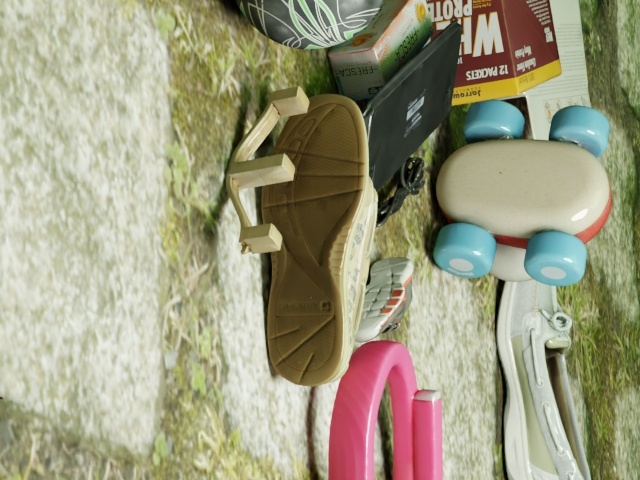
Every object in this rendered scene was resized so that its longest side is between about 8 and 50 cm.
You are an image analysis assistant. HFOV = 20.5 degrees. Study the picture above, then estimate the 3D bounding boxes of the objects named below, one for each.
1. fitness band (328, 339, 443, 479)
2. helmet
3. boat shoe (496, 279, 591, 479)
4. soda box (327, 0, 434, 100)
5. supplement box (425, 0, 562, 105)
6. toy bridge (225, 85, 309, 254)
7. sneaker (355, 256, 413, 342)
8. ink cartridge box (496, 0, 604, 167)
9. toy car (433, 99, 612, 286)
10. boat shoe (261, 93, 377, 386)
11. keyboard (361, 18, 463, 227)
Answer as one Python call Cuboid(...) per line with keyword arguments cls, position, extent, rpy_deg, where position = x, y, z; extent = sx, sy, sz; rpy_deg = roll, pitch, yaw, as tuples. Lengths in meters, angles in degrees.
Cuboid(cls="fitness band", position=(0.069, 0.248, 1.830), extent=(0.209, 0.054, 0.291), rpy_deg=(-15, 105, -66))
Cuboid(cls="helmet", position=(-0.013, -0.264, 1.693), extent=(0.169, 0.169, 0.161), rpy_deg=(56, 20, -44))
Cuboid(cls="boat shoe", position=(0.295, 0.174, 2.293), extent=(0.118, 0.103, 0.320), rpy_deg=(31, 56, -59))
Cuboid(cls="soda box", position=(0.070, -0.221, 1.974), extent=(0.183, 0.058, 0.063), rpy_deg=(-54, 133, -54))
Cuboid(cls="supplement box", position=(0.195, -0.276, 2.168), extent=(0.191, 0.129, 0.194), rpy_deg=(-29, 109, -63))
Cuboid(cls="toy bridge", position=(-0.056, -0.064, 1.661), extent=(0.026, 0.063, 0.188), rpy_deg=(55, 36, -44))
Cuboid(cls="sneaker", position=(0.071, 0.077, 1.905), extent=(0.158, 0.061, 0.065), rpy_deg=(-53, 137, -55))
Cuboid(cls="ink cartridge box", position=(0.307, -0.210, 2.460), extent=(0.296, 0.066, 0.261), rpy_deg=(-15, 97, -64))
Cuboid(cls="toy car", position=(0.261, -0.018, 2.183), extent=(0.238, 0.210, 0.219), rpy_deg=(66, 33, -57))
Cuboid(cls="boat shoe", position=(0.000, 0.000, 1.738), extent=(0.089, 0.105, 0.285), rpy_deg=(14, 82, -73))
Cuboid(cls="keyboard", position=(0.088, -0.113, 1.953), extent=(0.317, 0.033, 0.201), rpy_deg=(-45, 146, -57))
